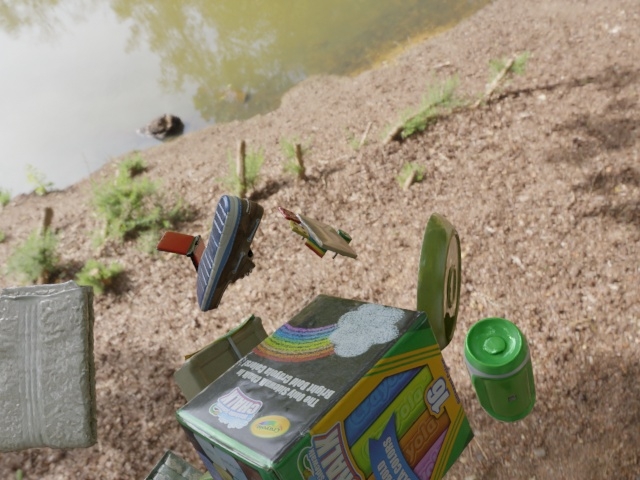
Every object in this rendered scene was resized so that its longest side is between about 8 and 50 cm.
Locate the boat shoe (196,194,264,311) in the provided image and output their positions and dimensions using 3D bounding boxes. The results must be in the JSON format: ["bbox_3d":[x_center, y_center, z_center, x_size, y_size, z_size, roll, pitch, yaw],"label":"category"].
[{"bbox_3d":[-0.124,0.026,0.798,0.066,0.183,0.066,7,32,-27],"label":"boat shoe"}]

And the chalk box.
[{"bbox_3d":[-0.011,0.214,0.594,0.289,0.179,0.180,-38,24,-31],"label":"chalk box"}]

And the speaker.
[{"bbox_3d":[0.377,0.277,1.202,0.131,0.296,0.131,-12,50,15],"label":"speaker"}]

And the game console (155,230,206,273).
[{"bbox_3d":[-0.347,0.039,1.478,0.085,0.124,0.144,-18,19,3],"label":"game console"}]

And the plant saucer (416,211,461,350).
[{"bbox_3d":[0.199,0.074,0.939,0.037,0.240,0.240,3,51,21],"label":"plant saucer"}]

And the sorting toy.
[{"bbox_3d":[0.000,0.000,1.413,0.046,0.275,0.132,-54,48,15],"label":"sorting toy"}]

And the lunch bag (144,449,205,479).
[{"bbox_3d":[-0.443,0.812,1.694,0.236,0.168,0.287,23,54,23],"label":"lunch bag"}]

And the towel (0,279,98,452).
[{"bbox_3d":[-0.470,0.213,0.978,0.187,0.049,0.281,-7,83,12],"label":"towel"}]

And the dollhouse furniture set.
[{"bbox_3d":[-0.144,0.318,1.041,0.151,0.301,0.198,-31,-2,39],"label":"dollhouse furniture set"}]
